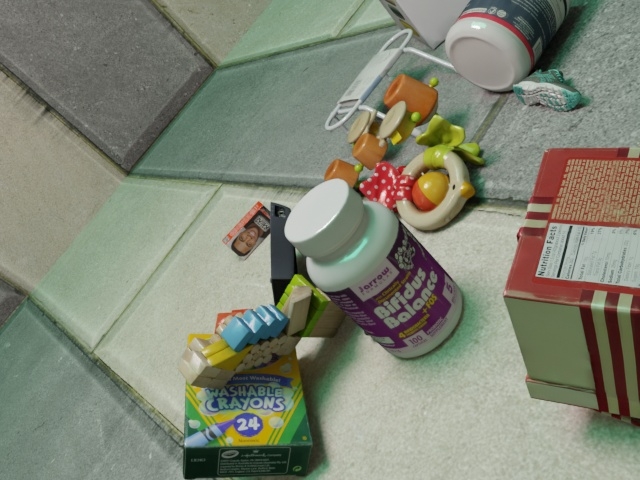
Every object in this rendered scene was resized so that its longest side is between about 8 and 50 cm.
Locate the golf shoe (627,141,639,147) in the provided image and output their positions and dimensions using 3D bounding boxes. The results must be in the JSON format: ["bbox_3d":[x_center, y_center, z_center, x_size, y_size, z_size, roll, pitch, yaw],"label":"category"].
[{"bbox_3d":[0.535,-0.130,0.982,0.176,0.069,0.086,-35,51,24],"label":"golf shoe"}]

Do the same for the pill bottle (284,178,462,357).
[{"bbox_3d":[0.085,0.044,1.075,0.169,0.301,0.169,-32,33,23],"label":"pill bottle"}]

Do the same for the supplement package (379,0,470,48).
[{"bbox_3d":[0.283,-0.689,1.829,0.198,0.199,0.263,-41,30,9],"label":"supplement package"}]

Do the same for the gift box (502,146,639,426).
[{"bbox_3d":[0.371,0.070,0.744,0.276,0.258,0.255,10,57,33],"label":"gift box"}]

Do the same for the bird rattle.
[{"bbox_3d":[0.200,-0.114,1.315,0.253,0.143,0.207,-37,47,21],"label":"bird rattle"}]

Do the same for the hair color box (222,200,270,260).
[{"bbox_3d":[-0.179,-0.025,1.730,0.141,0.072,0.043,-48,30,-1],"label":"hair color box"}]

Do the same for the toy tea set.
[{"bbox_3d":[0.145,-0.217,1.477,0.336,0.124,0.200,-37,29,52],"label":"toy tea set"}]

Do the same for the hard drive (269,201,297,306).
[{"bbox_3d":[-0.078,0.051,1.428,0.054,0.172,0.255,-5,39,-1],"label":"hard drive"}]

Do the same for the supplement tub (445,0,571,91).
[{"bbox_3d":[0.406,-0.471,1.414,0.191,0.191,0.272,10,61,56],"label":"supplement tub"}]

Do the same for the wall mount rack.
[{"bbox_3d":[0.180,-0.369,1.654,0.350,0.130,0.304,-54,27,-13],"label":"wall mount rack"}]

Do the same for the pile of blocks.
[{"bbox_3d":[-0.101,0.134,1.184,0.362,0.149,0.112,-19,47,-38],"label":"pile of blocks"}]

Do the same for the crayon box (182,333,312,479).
[{"bbox_3d":[-0.139,0.266,1.191,0.323,0.203,0.083,-107,22,-57],"label":"crayon box"}]

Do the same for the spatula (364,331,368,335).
[{"bbox_3d":[0.089,0.079,1.302,0.084,0.030,0.296,-35,31,21],"label":"spatula"}]

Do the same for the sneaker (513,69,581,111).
[{"bbox_3d":[0.446,-0.299,1.287,0.076,0.065,0.166,-43,31,-3],"label":"sneaker"}]

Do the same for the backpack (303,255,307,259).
[{"bbox_3d":[0.000,0.000,1.440,0.084,0.105,0.114,-39,18,24],"label":"backpack"}]
